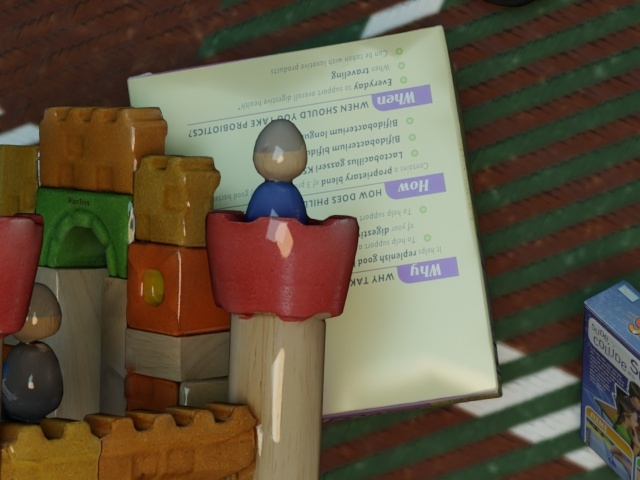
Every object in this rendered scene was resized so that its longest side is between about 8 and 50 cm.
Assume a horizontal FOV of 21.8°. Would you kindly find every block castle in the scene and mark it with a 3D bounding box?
[{"bbox_3d":[-0.219,0.021,0.971,0.453,0.303,0.212,5,94,46],"label":"block castle"}]

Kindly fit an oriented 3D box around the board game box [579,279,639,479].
[{"bbox_3d":[0.236,0.134,1.022,0.035,0.136,0.201,-27,48,-19],"label":"board game box"}]

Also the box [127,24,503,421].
[{"bbox_3d":[0.000,0.000,1.119,0.214,0.117,0.242,-9,82,7],"label":"box"}]

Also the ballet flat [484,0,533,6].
[{"bbox_3d":[0.047,-0.260,1.151,0.280,0.096,0.095,29,89,10],"label":"ballet flat"}]
